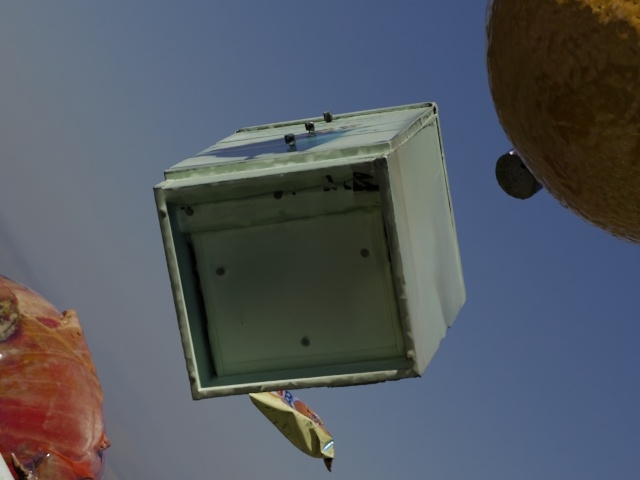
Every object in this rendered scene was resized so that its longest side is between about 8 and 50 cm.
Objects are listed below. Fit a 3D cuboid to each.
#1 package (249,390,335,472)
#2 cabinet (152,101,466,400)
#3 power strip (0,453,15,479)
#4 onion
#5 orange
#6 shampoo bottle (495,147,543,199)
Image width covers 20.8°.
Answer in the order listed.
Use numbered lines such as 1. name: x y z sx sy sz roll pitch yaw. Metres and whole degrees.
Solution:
1. package: -0.032 0.164 1.679 0.121 0.031 0.108 44 3 -11
2. cabinet: 0.000 0.000 1.125 0.206 0.145 0.150 -42 125 -74
3. power strip: -0.175 0.130 0.871 0.191 0.048 0.030 -179 -95 -76
4. onion: -0.339 0.183 1.504 0.353 0.354 0.353 54 -9 12
5. orange: 0.292 -0.143 1.329 0.322 0.322 0.357 61 -10 -28
6. shampoo bottle: 0.308 -0.131 2.108 0.104 0.278 0.104 23 -51 31
